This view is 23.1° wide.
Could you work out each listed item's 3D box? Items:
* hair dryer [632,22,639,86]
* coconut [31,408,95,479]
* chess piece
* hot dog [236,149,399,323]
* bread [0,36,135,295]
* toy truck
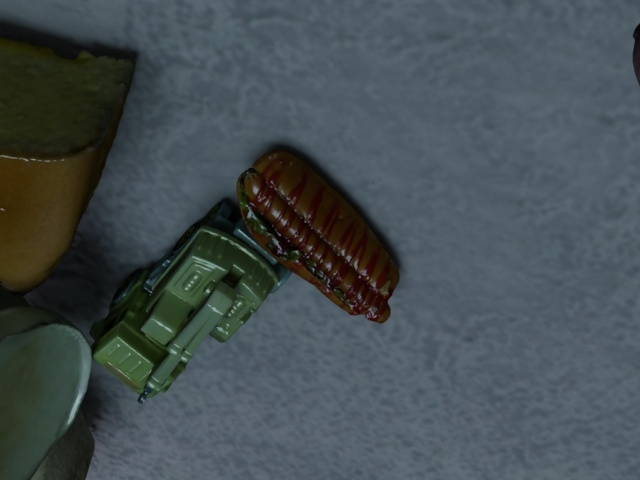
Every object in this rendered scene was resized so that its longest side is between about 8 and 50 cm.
[{"bbox_3d":[0.163,-0.202,0.777,0.352,0.125,0.210,33,133,1],"label":"hair dryer"},{"bbox_3d":[-0.277,0.171,1.236,0.183,0.171,0.171,26,134,-7],"label":"coconut"},{"bbox_3d":[-0.343,0.051,1.122,0.330,0.182,0.182,32,137,21],"label":"chess piece"},{"bbox_3d":[0.000,0.001,1.053,0.062,0.038,0.144,-41,110,8],"label":"hot dog"},{"bbox_3d":[-0.224,-0.062,1.031,0.160,0.140,0.169,22,135,-6],"label":"bread"},{"bbox_3d":[-0.096,0.051,1.101,0.077,0.100,0.169,41,131,-14],"label":"toy truck"}]
